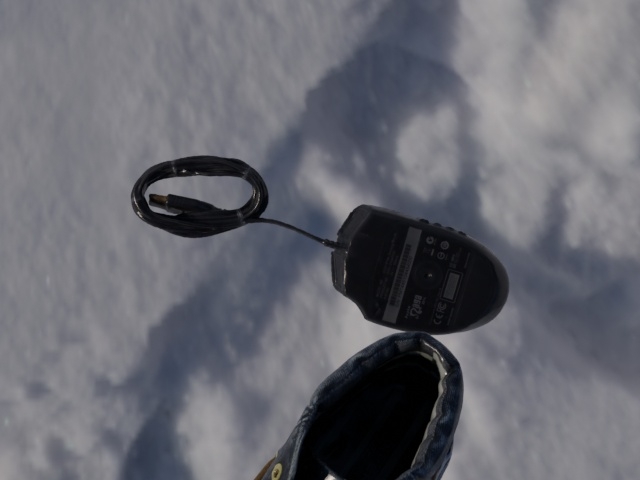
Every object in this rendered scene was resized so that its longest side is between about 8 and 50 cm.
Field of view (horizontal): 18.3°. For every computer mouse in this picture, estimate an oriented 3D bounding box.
[{"bbox_3d":[0.000,0.000,1.234,0.242,0.041,0.071,19,97,4],"label":"computer mouse"}]

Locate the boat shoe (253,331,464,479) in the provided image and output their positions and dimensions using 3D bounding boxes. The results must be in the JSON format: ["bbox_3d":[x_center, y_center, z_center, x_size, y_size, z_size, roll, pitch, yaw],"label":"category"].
[{"bbox_3d":[-0.013,0.112,0.689,0.065,0.083,0.183,30,68,11],"label":"boat shoe"}]
